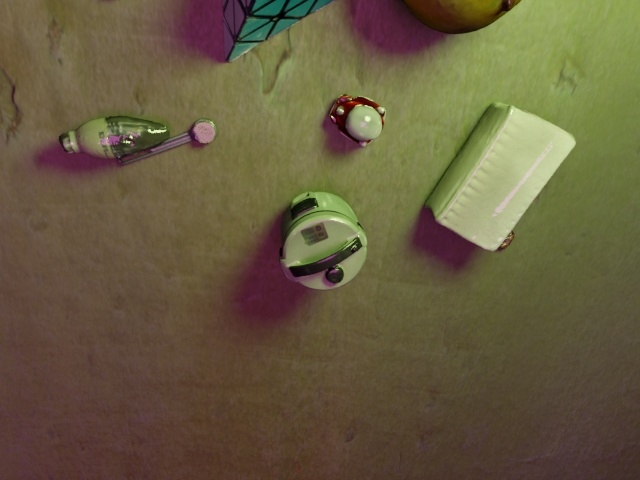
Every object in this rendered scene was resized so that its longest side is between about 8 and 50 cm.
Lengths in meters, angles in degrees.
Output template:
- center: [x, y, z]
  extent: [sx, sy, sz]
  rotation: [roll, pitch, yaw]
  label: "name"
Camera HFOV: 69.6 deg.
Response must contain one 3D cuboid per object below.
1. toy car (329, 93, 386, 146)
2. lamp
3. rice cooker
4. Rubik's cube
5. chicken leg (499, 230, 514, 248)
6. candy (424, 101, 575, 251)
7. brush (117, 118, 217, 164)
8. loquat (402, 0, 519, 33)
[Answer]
- center: [0.096, -0.291, 1.126]
  extent: [0.139, 0.112, 0.112]
  rotation: [22, 112, -16]
  label: "toy car"
- center: [-0.486, -0.246, 1.095]
  extent: [0.250, 0.101, 0.101]
  rotation: [-11, 117, -10]
  label: "lamp"
- center: [0.000, 0.000, 1.186]
  extent: [0.225, 0.244, 0.226]
  rotation: [-3, 120, -5]
  label: "rice cooker"
- center: [-0.116, -0.532, 0.970]
  extent: [0.228, 0.233, 0.229]
  rotation: [-66, 153, -15]
  label: "Rubik's cube"
- center: [0.551, -0.011, 1.359]
  extent: [0.036, 0.021, 0.083]
  rotation: [22, 111, -5]
  label: "chicken leg"
- center: [0.454, -0.169, 1.206]
  extent: [0.208, 0.145, 0.359]
  rotation: [24, 110, -15]
  label: "candy"
- center: [-0.385, -0.237, 1.149]
  extent: [0.266, 0.027, 0.062]
  rotation: [-19, 116, 4]
  label: "brush"
- center: [0.280, -0.598, 0.905]
  extent: [0.328, 0.328, 0.359]
  rotation: [-39, 69, 12]
  label: "loquat"
